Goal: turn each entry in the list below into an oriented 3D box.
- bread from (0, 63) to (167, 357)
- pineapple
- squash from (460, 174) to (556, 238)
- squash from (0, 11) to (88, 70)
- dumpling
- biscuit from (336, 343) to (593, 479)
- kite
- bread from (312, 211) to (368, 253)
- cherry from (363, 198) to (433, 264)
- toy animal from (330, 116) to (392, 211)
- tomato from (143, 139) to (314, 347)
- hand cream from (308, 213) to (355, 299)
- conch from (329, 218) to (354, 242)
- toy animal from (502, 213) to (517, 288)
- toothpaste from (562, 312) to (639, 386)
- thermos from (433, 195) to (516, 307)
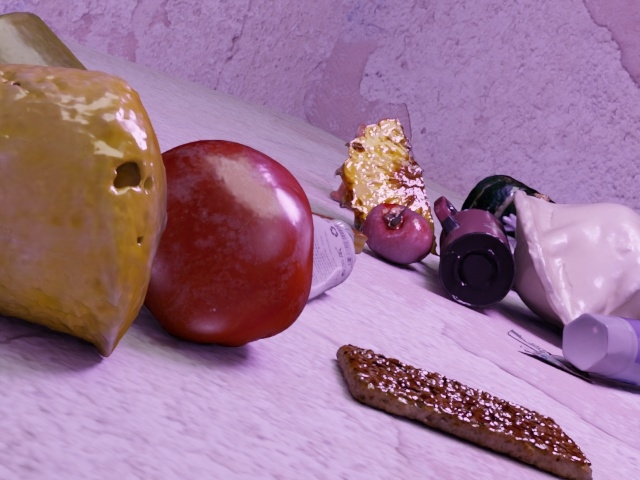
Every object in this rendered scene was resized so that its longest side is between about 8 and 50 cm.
[{"bbox_3d":[-0.192,-0.025,0.839,0.170,0.197,0.197,8,12,-13],"label":"bread"},{"bbox_3d":[0.084,-0.064,2.018,0.139,0.250,0.164,-9,-11,-23],"label":"pineapple"},{"bbox_3d":[0.399,-0.025,2.413,0.252,0.165,0.252,24,10,-4],"label":"squash"},{"bbox_3d":[-0.247,-0.040,1.152,0.309,0.210,0.233,53,9,-1],"label":"squash"},{"bbox_3d":[0.433,0.096,1.826,0.395,0.233,0.315,34,36,-19],"label":"dumpling"},{"bbox_3d":[0.127,0.149,1.074,0.231,0.025,0.131,21,9,-11],"label":"biscuit"},{"bbox_3d":[0.301,0.151,1.590,0.139,0.011,0.156,19,10,-45],"label":"kite"},{"bbox_3d":[0.006,-0.014,1.747,0.094,0.035,0.090,15,11,-42],"label":"bread"},{"bbox_3d":[0.123,-0.006,1.836,0.106,0.087,0.126,22,-13,49],"label":"cherry"},{"bbox_3d":[0.128,-0.127,2.271,0.184,0.185,0.104,30,10,40],"label":"toy animal"},{"bbox_3d":[-0.074,0.005,1.004,0.187,0.151,0.187,50,8,-9],"label":"tomato"},{"bbox_3d":[-0.039,0.011,1.278,0.076,0.121,0.336,-22,-9,18],"label":"hand cream"},{"bbox_3d":[0.001,0.004,1.555,0.076,0.057,0.085,-4,-7,-35],"label":"conch"},{"bbox_3d":[0.347,0.037,2.133,0.367,0.081,0.206,18,32,-22],"label":"toy animal"},{"bbox_3d":[0.468,0.161,1.665,0.371,0.125,0.080,13,-28,-42],"label":"toothpaste"},{"bbox_3d":[0.224,0.009,1.866,0.136,0.109,0.330,20,11,2],"label":"thermos"}]
